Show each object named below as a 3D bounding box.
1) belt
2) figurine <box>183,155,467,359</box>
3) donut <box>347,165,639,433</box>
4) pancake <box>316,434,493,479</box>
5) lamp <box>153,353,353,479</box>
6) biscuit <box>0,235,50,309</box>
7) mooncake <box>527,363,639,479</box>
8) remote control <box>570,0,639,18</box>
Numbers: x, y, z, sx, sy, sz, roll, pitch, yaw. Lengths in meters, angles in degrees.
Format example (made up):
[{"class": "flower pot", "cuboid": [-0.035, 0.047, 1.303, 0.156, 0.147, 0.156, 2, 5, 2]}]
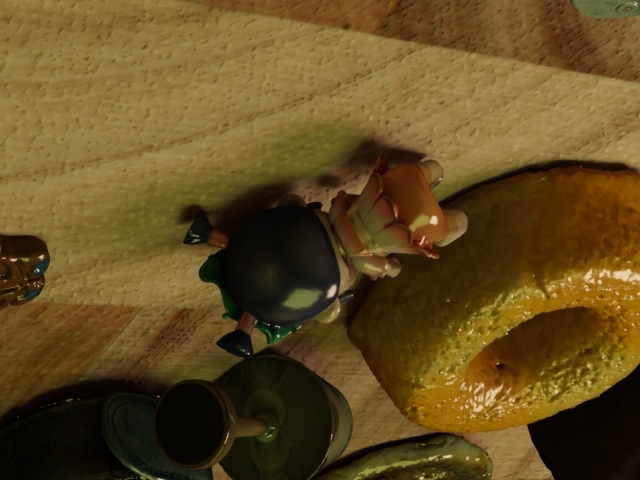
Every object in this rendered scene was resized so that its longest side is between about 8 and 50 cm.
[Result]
[{"class": "belt", "cuboid": [-0.194, 0.222, 1.380, 0.206, 0.116, 0.267, -7, 152, -13]}, {"class": "figurine", "cuboid": [0.000, 0.000, 1.146, 0.195, 0.111, 0.102, -30, 167, 13]}, {"class": "donut", "cuboid": [0.169, 0.063, 1.331, 0.303, 0.110, 0.303, -14, 150, -8]}, {"class": "pancake", "cuboid": [0.076, 0.282, 1.725, 0.253, 0.037, 0.253, -14, 151, -8]}, {"class": "lamp", "cuboid": [-0.052, 0.155, 1.340, 0.121, 0.121, 0.215, -30, 160, 20]}, {"class": "biscuit", "cuboid": [-0.275, 0.030, 1.095, 0.175, 0.026, 0.124, -7, 149, -21]}, {"class": "mooncake", "cuboid": [0.405, 0.145, 1.526, 0.381, 0.212, 0.350, -12, 144, -16]}, {"class": "remote control", "cuboid": [0.283, -0.198, 1.015, 0.256, 0.045, 0.097, -16, 152, 0]}]
